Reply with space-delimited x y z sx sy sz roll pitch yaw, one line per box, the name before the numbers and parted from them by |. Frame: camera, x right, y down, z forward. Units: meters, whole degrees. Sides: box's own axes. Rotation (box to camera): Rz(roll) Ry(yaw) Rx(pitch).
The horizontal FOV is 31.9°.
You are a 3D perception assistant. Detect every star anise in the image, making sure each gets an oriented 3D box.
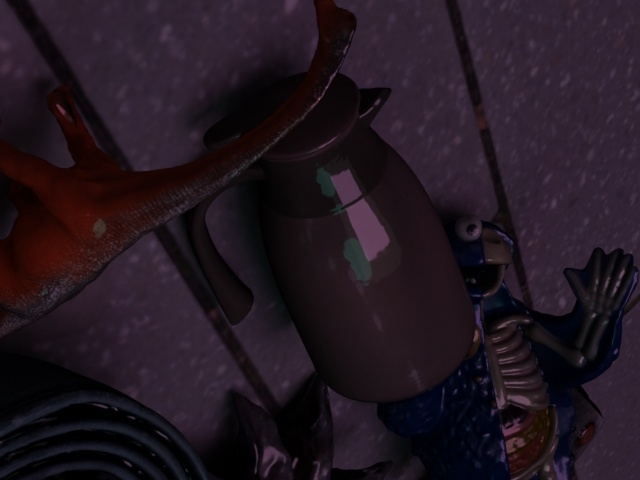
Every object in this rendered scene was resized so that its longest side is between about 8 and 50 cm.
star anise | -0.024 0.176 0.731 0.180 0.061 0.205 -43 122 -25

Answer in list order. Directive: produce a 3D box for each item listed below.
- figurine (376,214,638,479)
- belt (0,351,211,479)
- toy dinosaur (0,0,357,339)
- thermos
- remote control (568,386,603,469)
figurine | 0.118 0.095 0.800 0.164 0.121 0.262 -1 114 -7
belt | -0.165 0.176 0.513 0.267 0.116 0.207 -42 127 -33
toy dinosaur | -0.104 -0.021 0.482 0.279 0.101 0.055 -44 162 22
thermos | 0.000 0.000 0.622 0.137 0.105 0.193 -19 134 7
remote control | 0.092 0.278 0.939 0.399 0.062 0.144 -52 142 -4
